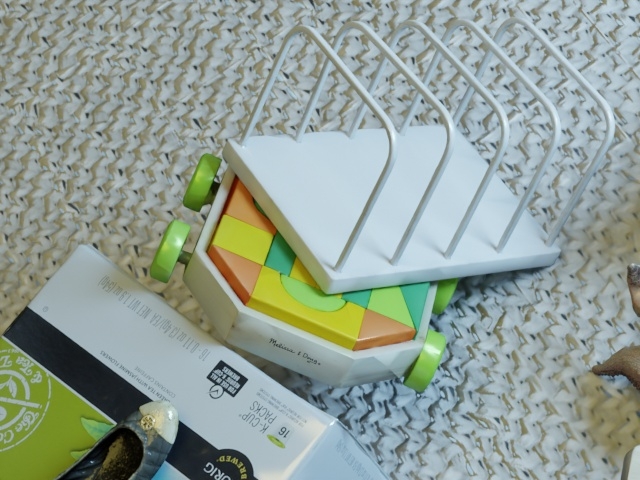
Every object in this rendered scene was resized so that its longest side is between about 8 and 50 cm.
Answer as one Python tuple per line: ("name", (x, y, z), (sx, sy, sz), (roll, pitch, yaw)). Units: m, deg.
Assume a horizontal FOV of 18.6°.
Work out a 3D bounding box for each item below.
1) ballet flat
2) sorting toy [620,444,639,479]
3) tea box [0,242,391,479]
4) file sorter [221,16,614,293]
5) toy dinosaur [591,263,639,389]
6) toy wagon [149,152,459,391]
("ballet flat", (-0.186, 0.196, 1.621), (0.173, 0.049, 0.057), (-43, 59, -5))
("sorting toy", (0.355, 0.303, 1.527), (0.257, 0.089, 0.255), (15, 66, -5))
("tea box", (-0.166, 0.240, 1.752), (0.329, 0.220, 0.323), (32, 78, 31))
("file sorter", (0.094, -0.091, 1.773), (0.193, 0.278, 0.173), (52, 133, 34))
("toy dinosaur", (0.370, 0.107, 1.682), (0.296, 0.127, 0.200), (-16, 65, 19))
("toy wagon", (0.000, 0.000, 1.805), (0.267, 0.068, 0.344), (23, 35, -4))
